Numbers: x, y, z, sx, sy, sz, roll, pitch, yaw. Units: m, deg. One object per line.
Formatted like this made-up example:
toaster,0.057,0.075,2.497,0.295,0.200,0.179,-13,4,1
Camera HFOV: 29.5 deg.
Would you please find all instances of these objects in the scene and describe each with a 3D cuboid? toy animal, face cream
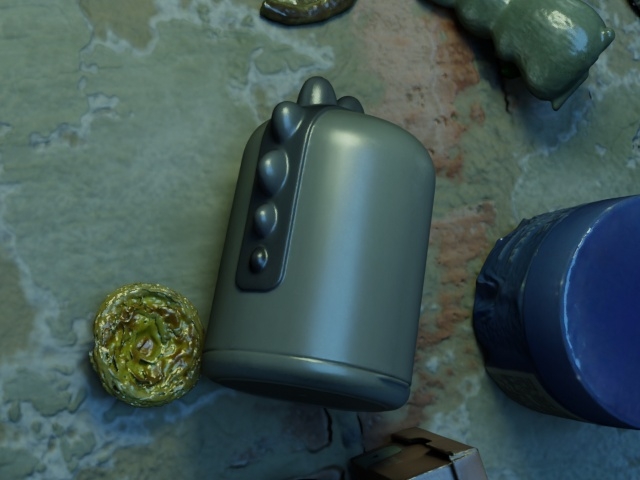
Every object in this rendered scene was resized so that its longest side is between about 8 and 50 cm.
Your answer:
toy animal,0.225,-0.265,1.408,0.236,0.138,0.108,47,38,5
face cream,0.314,0.080,1.330,0.249,0.225,0.249,2,85,-20

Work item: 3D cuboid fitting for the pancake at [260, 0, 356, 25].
pancake,-0.021,-0.340,1.365,0.184,0.020,0.190,-35,96,-21

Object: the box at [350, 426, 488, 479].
box,0.120,0.307,1.227,0.086,0.215,0.215,-19,91,-13

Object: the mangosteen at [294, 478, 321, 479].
mangosteen,-0.002,0.313,1.234,0.151,0.137,0.137,22,72,-53

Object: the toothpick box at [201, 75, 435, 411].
toothpick box,0.000,0.000,1.218,0.229,0.229,0.316,13,77,-20

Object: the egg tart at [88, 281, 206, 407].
egg tart,-0.176,0.107,1.225,0.129,0.049,0.128,5,78,-27

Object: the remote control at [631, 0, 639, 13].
remote control,0.390,-0.372,1.495,0.266,0.090,0.066,51,46,-19
